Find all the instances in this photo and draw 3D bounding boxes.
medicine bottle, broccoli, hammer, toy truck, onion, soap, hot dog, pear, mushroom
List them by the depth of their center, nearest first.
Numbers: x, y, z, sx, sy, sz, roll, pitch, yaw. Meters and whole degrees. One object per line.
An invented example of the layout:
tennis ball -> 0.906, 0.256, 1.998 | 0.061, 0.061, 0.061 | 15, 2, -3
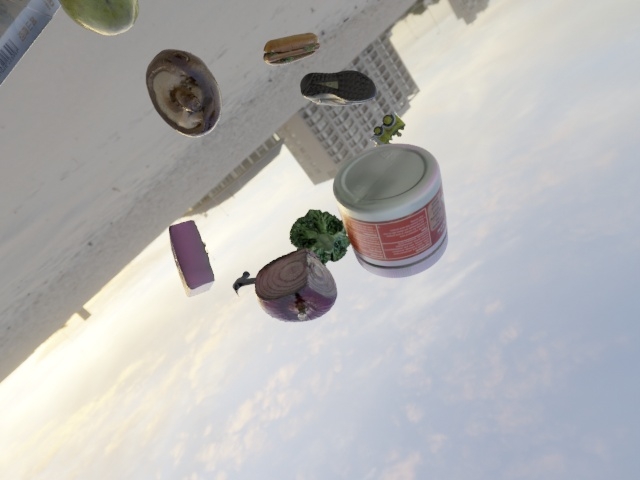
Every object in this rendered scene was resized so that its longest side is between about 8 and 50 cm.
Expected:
medicine bottle -> 0.176, -0.075, 1.042 | 0.252, 0.241, 0.252 | -12, -137, 11
mushroom -> -0.365, -0.404, 1.157 | 0.194, 0.231, 0.138 | 14, -138, 36
soap -> -0.373, 0.060, 1.219 | 0.081, 0.181, 0.259 | -18, 175, -22
toy truck -> 0.204, -0.324, 1.270 | 0.111, 0.077, 0.076 | -49, 178, 22
onion -> -0.079, 0.178, 1.449 | 0.256, 0.230, 0.272 | -2, -128, 28
pear -> -0.796, -0.877, 1.493 | 0.253, 0.253, 0.307 | -37, 162, 3
hot dog -> -0.108, -0.727, 1.622 | 0.249, 0.068, 0.100 | -26, 155, -25
hammer -> -0.234, 0.158, 1.675 | 0.290, 0.037, 0.137 | -11, -150, 35
broccoli -> 0.000, 0.000, 1.761 | 0.241, 0.269, 0.261 | 173, -70, -81

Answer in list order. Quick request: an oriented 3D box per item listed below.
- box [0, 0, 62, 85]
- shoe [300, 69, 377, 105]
box -> -0.631, -0.414, 0.804 | 0.067, 0.149, 0.233 | 112, 1, -74
shoe -> 0.049, -0.353, 1.006 | 0.194, 0.077, 0.074 | 13, -94, 25
